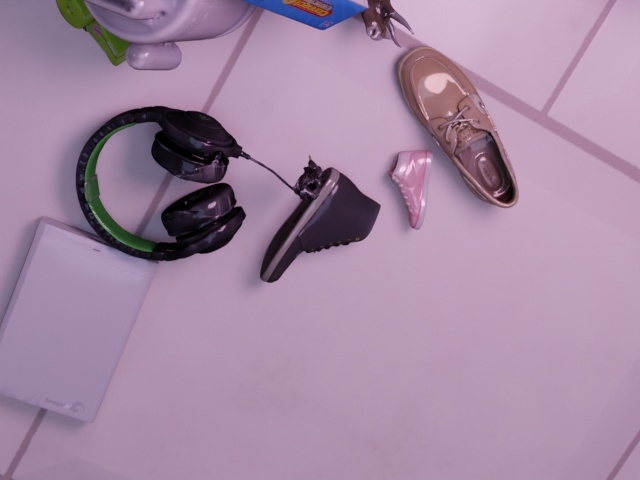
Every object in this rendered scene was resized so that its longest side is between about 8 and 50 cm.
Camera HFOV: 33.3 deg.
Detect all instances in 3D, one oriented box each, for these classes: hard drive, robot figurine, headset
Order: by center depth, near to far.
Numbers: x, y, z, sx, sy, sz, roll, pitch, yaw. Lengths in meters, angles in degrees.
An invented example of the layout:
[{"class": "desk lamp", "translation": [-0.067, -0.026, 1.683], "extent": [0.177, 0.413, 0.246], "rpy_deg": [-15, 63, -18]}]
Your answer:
[{"class": "robot figurine", "translation": [-0.203, -0.379, 1.507], "extent": [0.199, 0.353, 0.300], "rpy_deg": [27, 111, 14]}, {"class": "headset", "translation": [-0.191, -0.084, 1.668], "extent": [0.394, 0.185, 0.243], "rpy_deg": [-3, 108, 5]}, {"class": "hard drive", "translation": [-0.420, 0.136, 1.783], "extent": [0.203, 0.040, 0.307], "rpy_deg": [21, 103, -13]}]

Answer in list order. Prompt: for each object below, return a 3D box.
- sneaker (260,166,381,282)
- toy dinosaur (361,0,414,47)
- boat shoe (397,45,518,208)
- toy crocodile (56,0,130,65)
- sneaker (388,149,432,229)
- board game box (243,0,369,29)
[{"class": "sneaker", "translation": [0.000, 0.000, 1.772], "extent": [0.118, 0.083, 0.222], "rpy_deg": [34, 99, -16]}, {"class": "toy dinosaur", "translation": [0.076, -0.467, 1.639], "extent": [0.160, 0.121, 0.313], "rpy_deg": [7, 101, -22]}, {"class": "boat shoe", "translation": [0.232, -0.181, 1.738], "extent": [0.109, 0.098, 0.302], "rpy_deg": [-33, 108, 3]}, {"class": "toy crocodile", "translation": [-0.375, -0.416, 1.588], "extent": [0.115, 0.105, 0.340], "rpy_deg": [-47, 116, -27]}, {"class": "sneaker", "translation": [0.144, -0.087, 1.783], "extent": [0.070, 0.051, 0.134], "rpy_deg": [5, 103, -7]}, {"class": "board game box", "translation": [-0.081, -0.467, 1.449], "extent": [0.086, 0.308, 0.302], "rpy_deg": [-21, 75, 31]}]
